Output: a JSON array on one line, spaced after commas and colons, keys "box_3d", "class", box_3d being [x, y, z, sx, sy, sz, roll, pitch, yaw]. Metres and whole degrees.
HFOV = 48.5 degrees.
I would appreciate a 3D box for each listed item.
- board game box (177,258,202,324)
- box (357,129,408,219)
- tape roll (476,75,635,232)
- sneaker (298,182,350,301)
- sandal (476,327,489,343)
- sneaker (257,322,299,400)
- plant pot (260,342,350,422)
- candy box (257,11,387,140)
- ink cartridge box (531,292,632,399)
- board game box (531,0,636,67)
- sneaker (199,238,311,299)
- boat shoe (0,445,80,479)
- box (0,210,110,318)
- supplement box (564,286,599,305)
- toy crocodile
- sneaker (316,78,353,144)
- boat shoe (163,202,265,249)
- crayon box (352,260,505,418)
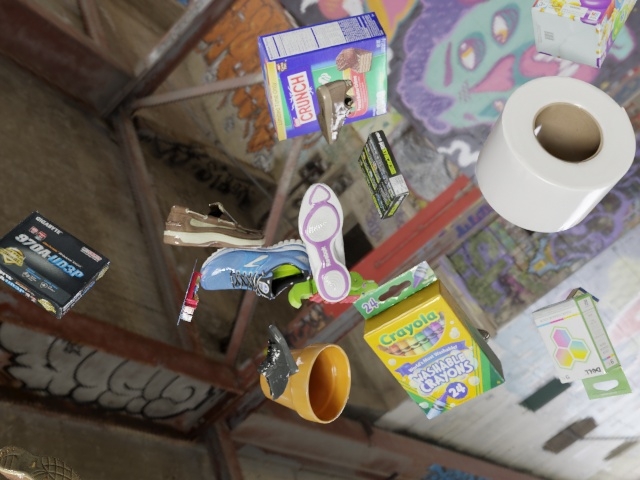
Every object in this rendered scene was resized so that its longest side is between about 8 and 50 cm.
[{"box_3d": [-0.310, 0.128, 1.737, 0.033, 0.169, 0.133, 17, -166, -9], "class": "board game box"}, {"box_3d": [0.165, -0.173, 1.903, 0.184, 0.045, 0.191, 105, 145, -71], "class": "box"}, {"box_3d": [0.432, -0.159, 1.328, 0.246, 0.246, 0.169, 54, 161, 18], "class": "tape roll"}, {"box_3d": [0.000, 0.000, 1.821, 0.152, 0.114, 0.305, -124, 26, -72], "class": "sneaker"}, {"box_3d": [0.347, 0.239, 1.809, 0.219, 0.090, 0.060, 11, -166, -39], "class": "sandal"}, {"box_3d": [-0.108, 0.281, 1.642, 0.170, 0.089, 0.051, 67, 167, -24], "class": "sneaker"}, {"box_3d": [-0.051, 0.373, 1.905, 0.205, 0.188, 0.205, 1, -91, -55], "class": "plant pot"}, {"box_3d": [0.011, -0.432, 1.882, 0.268, 0.317, 0.122, 83, 171, -52], "class": "candy box"}, {"box_3d": [0.516, 0.219, 1.407, 0.062, 0.109, 0.209, -15, -100, -36], "class": "ink cartridge box"}, {"box_3d": [0.562, -0.517, 1.447, 0.142, 0.275, 0.144, 25, 168, 29], "class": "board game box"}, {"box_3d": [-0.182, 0.089, 2.001, 0.147, 0.329, 0.130, -99, -2, -53], "class": "sneaker"}, {"box_3d": [-0.559, 0.465, 1.412, 0.178, 0.060, 0.064, 21, -136, 2], "class": "boat shoe"}, {"box_3d": [-0.626, 0.053, 1.629, 0.220, 0.051, 0.175, 33, -132, 3], "class": "box"}, {"box_3d": [0.636, 0.166, 1.762, 0.056, 0.083, 0.083, 35, 177, 10], "class": "supplement box"}, {"box_3d": [0.047, 0.171, 2.411, 0.340, 0.115, 0.105, 4, -117, -34], "class": "toy crocodile"}, {"box_3d": [0.035, -0.254, 1.424, 0.188, 0.071, 0.066, 86, 161, -71], "class": "sneaker"}, {"box_3d": [-0.210, -0.032, 1.494, 0.257, 0.095, 0.095, 4, -90, -52], "class": "boat shoe"}, {"box_3d": [0.241, 0.230, 1.596, 0.323, 0.203, 0.083, 52, -159, -16], "class": "crayon box"}]
